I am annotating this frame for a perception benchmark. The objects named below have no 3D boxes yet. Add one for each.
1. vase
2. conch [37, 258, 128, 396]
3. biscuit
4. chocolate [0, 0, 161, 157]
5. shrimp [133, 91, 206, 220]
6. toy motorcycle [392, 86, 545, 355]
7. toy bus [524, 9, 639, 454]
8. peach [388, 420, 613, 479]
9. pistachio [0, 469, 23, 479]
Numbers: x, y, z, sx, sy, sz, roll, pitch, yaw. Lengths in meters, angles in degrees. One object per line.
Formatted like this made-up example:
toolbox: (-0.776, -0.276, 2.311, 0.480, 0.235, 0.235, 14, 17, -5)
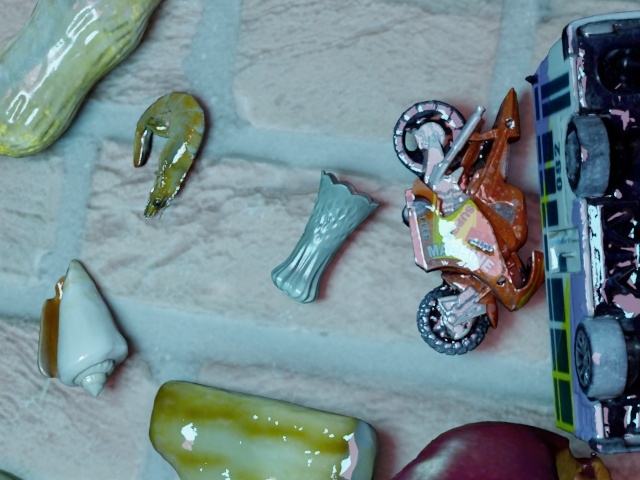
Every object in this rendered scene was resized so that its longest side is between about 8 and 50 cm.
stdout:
vase: (0.000, 0.000, 1.714, 0.081, 0.081, 0.148, 32, 98, 12)
conch: (-0.298, 0.110, 1.764, 0.104, 0.094, 0.176, -43, 70, 47)
biscuit: (-0.080, 0.300, 1.705, 0.291, 0.062, 0.236, 8, 88, 20)
chocolate: (-0.313, -0.233, 1.769, 0.134, 0.134, 0.309, 44, 97, 11)
shrimp: (-0.199, -0.107, 1.778, 0.095, 0.045, 0.162, 25, 94, 13)
toy motorcycle: (0.174, -0.021, 1.667, 0.171, 0.089, 0.298, -8, 84, 11)
toy bus: (0.349, -0.010, 1.543, 0.209, 0.249, 0.439, -4, 89, -4)
peach: (0.202, 0.404, 1.515, 0.416, 0.339, 0.353, 44, 114, 3)
pistachio: (-0.417, 0.323, 1.773, 0.149, 0.113, 0.113, 24, 92, 20)
